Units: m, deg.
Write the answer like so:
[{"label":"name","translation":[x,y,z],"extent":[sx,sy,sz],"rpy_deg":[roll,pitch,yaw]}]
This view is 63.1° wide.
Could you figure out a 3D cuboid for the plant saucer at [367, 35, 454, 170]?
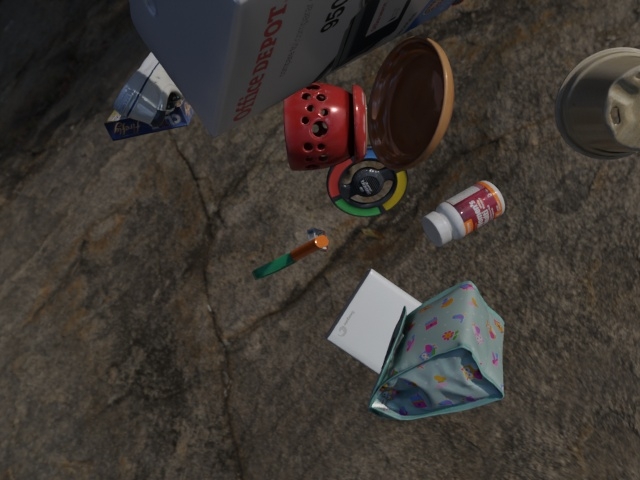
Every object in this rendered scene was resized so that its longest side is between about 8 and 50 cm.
[{"label":"plant saucer","translation":[0.139,-0.207,0.801],"extent":[0.200,0.037,0.200],"rpy_deg":[-9,80,62]}]

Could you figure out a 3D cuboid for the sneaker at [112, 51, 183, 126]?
[{"label":"sneaker","translation":[-0.305,-0.285,0.979],"extent":[0.094,0.091,0.258],"rpy_deg":[-42,27,32]}]

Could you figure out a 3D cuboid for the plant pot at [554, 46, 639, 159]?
[{"label":"plant pot","translation":[0.863,-0.373,1.454],"extent":[0.333,0.334,0.305],"rpy_deg":[-29,8,19]}]

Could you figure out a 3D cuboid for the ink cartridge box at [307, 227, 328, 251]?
[{"label":"ink cartridge box","translation":[0.000,0.000,1.618],"extent":[0.029,0.115,0.063],"rpy_deg":[-16,77,25]}]

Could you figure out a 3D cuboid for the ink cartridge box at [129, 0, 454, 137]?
[{"label":"ink cartridge box","translation":[0.016,-0.305,0.538],"extent":[0.395,0.166,0.285],"rpy_deg":[-34,0,-18]}]

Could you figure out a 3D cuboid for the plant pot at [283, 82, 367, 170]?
[{"label":"plant pot","translation":[0.014,-0.251,1.147],"extent":[0.174,0.191,0.191],"rpy_deg":[-2,59,2]}]

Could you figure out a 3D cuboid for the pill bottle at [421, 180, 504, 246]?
[{"label":"pill bottle","translation":[0.417,-0.076,1.531],"extent":[0.221,0.121,0.121],"rpy_deg":[-29,47,-10]}]

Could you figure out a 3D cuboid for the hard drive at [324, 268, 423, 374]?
[{"label":"hard drive","translation":[0.220,0.274,1.462],"extent":[0.233,0.353,0.047],"rpy_deg":[-56,5,-11]}]

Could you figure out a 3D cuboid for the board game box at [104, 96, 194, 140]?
[{"label":"board game box","translation":[-0.342,-0.302,1.119],"extent":[0.165,0.042,0.243],"rpy_deg":[-10,37,9]}]

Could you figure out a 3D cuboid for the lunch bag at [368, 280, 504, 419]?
[{"label":"lunch bag","translation":[0.217,0.229,1.038],"extent":[0.262,0.160,0.223],"rpy_deg":[-31,15,32]}]

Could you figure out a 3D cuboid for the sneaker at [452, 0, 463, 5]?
[{"label":"sneaker","translation":[0.258,-0.749,1.411],"extent":[0.116,0.313,0.136],"rpy_deg":[-50,19,11]}]

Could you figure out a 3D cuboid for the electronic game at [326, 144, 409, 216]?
[{"label":"electronic game","translation":[0.130,-0.160,1.435],"extent":[0.229,0.229,0.048],"rpy_deg":[-28,35,19]}]

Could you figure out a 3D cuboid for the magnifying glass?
[{"label":"magnifying glass","translation":[-0.057,0.035,0.995],"extent":[0.231,0.092,0.026],"rpy_deg":[-31,82,53]}]
